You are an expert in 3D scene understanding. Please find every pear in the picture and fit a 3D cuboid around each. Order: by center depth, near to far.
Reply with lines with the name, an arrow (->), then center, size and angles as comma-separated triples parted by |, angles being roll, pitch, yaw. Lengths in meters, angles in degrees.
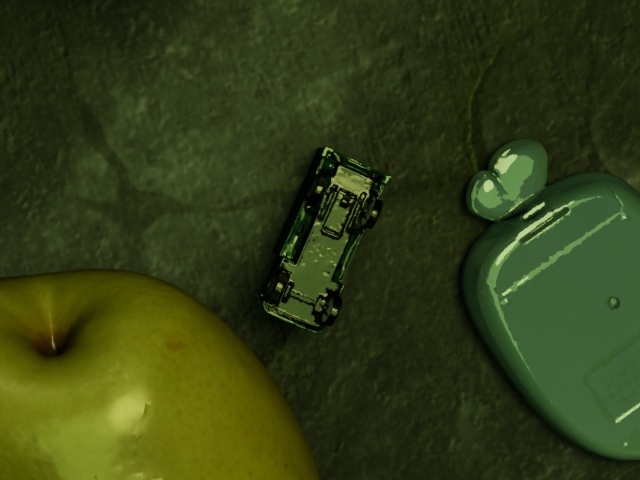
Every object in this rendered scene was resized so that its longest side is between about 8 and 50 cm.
pear -> -0.168, 0.214, 1.353 | 0.362, 0.362, 0.418 | -12, 123, -8

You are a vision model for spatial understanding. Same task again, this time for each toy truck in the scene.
toy truck -> 0.000, 0.000, 1.517 | 0.065, 0.079, 0.147 | 24, 88, -10

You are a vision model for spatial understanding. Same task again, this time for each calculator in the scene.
calculator -> 0.229, 0.052, 1.573 | 0.188, 0.042, 0.302 | -35, 100, -5
